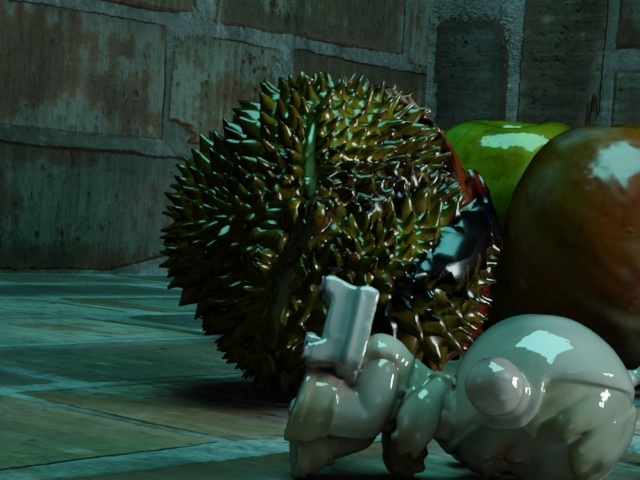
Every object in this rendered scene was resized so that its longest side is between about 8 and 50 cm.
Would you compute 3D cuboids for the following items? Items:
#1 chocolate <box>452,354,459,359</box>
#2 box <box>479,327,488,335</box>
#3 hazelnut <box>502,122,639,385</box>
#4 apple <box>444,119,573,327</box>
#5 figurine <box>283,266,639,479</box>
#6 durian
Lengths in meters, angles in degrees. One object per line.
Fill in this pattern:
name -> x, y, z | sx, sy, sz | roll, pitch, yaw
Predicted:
chocolate -> 0.161, 0.086, 1.846 | 0.070, 0.147, 0.072 | 0, -6, 7
box -> 0.338, 0.136, 2.135 | 0.201, 0.042, 0.212 | -4, 6, -25
hazelnut -> 0.388, 0.029, 1.681 | 0.372, 0.315, 0.372 | 17, 26, -9
apple -> 0.280, -0.030, 2.075 | 0.340, 0.339, 0.339 | 3, 1, 0
figurine -> 0.107, 0.108, 0.966 | 0.257, 0.182, 0.144 | 10, 43, -2
durian -> 0.015, 0.004, 1.365 | 0.348, 0.347, 0.384 | 4, -10, 12
